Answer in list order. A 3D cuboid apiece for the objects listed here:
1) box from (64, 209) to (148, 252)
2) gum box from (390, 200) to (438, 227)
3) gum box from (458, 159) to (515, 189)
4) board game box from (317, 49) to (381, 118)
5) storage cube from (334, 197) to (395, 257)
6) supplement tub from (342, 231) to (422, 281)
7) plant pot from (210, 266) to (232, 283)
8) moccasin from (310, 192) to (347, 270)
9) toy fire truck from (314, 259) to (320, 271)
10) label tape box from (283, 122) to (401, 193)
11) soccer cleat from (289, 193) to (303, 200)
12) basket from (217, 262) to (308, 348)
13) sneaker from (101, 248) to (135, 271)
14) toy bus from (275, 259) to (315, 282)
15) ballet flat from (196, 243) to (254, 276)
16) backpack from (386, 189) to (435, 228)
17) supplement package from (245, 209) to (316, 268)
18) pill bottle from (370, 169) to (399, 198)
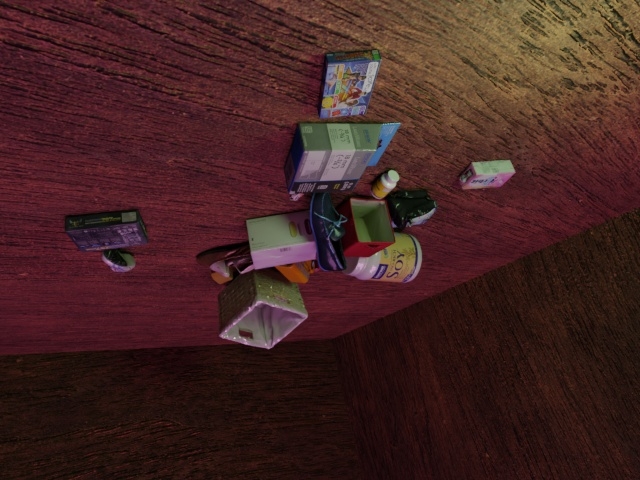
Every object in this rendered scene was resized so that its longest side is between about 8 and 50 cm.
[{"bbox_3d":[-0.742,-0.030,1.578,0.233,0.059,0.183,-8,157,-13],"label":"box"},{"bbox_3d":[0.406,-0.115,2.003,0.185,0.041,0.157,-8,157,-14],"label":"gum box"},{"bbox_3d":[0.649,-0.258,1.769,0.189,0.062,0.107,-6,156,-17],"label":"gum box"},{"bbox_3d":[0.070,-0.400,1.167,0.136,0.035,0.201,-8,157,-11],"label":"board game box"},{"bbox_3d":[0.160,-0.044,1.831,0.184,0.214,0.193,1,160,-30],"label":"storage cube"},{"bbox_3d":[0.274,0.070,2.091,0.332,0.240,0.241,6,151,-26],"label":"supplement tub"},{"bbox_3d":[-0.470,0.145,2.114,0.082,0.081,0.083,-21,146,20],"label":"plant pot"},{"bbox_3d":[0.047,-0.038,1.717,0.117,0.137,0.341,8,127,28],"label":"moccasin"},{"bbox_3d":[-0.094,0.162,2.385,0.192,0.047,0.135,-11,158,-6],"label":"toy fire truck"},{"bbox_3d":[0.073,-0.256,1.418,0.334,0.105,0.240,-5,157,-17],"label":"label tape box"},{"bbox_3d":[-0.087,-0.168,1.639,0.036,0.029,0.083,-6,162,-25],"label":"soccer cleat"},{"bbox_3d":[-0.299,0.328,2.251,0.329,0.266,0.331,25,124,-39],"label":"basket"},{"bbox_3d":[-0.793,0.085,1.741,0.086,0.085,0.237,-29,173,-7],"label":"sneaker"},{"bbox_3d":[-0.118,0.111,2.110,0.109,0.130,0.332,5,161,15],"label":"toy bus"},{"bbox_3d":[-0.375,0.091,1.972,0.343,0.124,0.116,-12,157,-1],"label":"ballet flat"},{"bbox_3d":[0.372,-0.133,1.842,0.182,0.151,0.115,-18,166,-20],"label":"backpack"},{"bbox_3d":[-0.159,-0.001,1.842,0.262,0.145,0.204,-10,158,-7],"label":"supplement package"},{"bbox_3d":[0.240,-0.209,1.667,0.065,0.065,0.116,1,153,-29],"label":"pill bottle"}]
